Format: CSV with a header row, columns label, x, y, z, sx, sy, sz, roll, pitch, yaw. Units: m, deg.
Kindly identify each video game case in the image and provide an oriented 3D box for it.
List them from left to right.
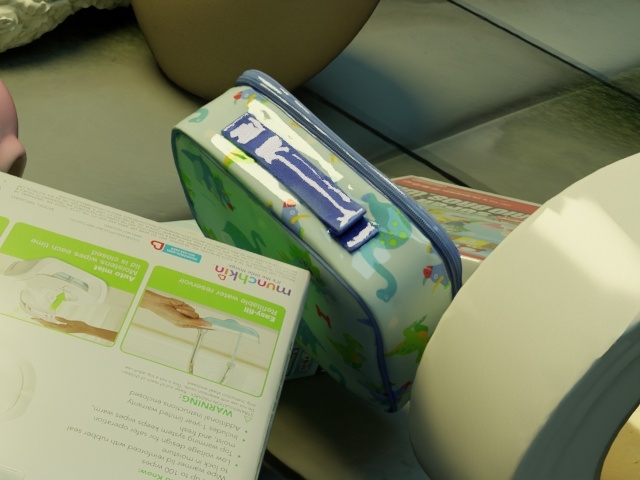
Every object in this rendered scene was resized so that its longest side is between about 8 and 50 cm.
label,x,y,z,sx,sy,sz,roll,pitch,yaw
video game case,0.100,-0.014,1.022,0.204,0.025,0.285,15,15,28

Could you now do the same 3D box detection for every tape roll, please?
label,x,y,z,sx,sy,sz,roll,pitch,yaw
tape roll,0.198,0.086,0.752,0.286,0.286,0.100,-4,36,-35

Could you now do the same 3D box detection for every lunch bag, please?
label,x,y,z,sx,sy,sz,roll,pitch,yaw
lunch bag,0.000,0.000,0.801,0.090,0.176,0.219,-39,60,-16

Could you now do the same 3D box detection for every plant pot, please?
label,x,y,z,sx,sy,sz,roll,pitch,yaw
plant pot,-0.081,-0.252,1.251,0.284,0.191,0.284,15,30,-9

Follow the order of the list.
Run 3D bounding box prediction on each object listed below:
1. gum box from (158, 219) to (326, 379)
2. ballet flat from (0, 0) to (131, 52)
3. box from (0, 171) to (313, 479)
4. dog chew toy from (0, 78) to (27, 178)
label,x,y,z,sx,sy,sz,roll,pitch,yaw
gum box,-0.092,0.046,0.893,0.184,0.041,0.157,-7,39,-37
ballet flat,-0.275,-0.299,1.244,0.147,0.147,0.409,26,29,12
box,-0.159,0.089,0.659,0.262,0.126,0.231,18,41,-3
dog chew toy,-0.363,-0.112,0.845,0.332,0.206,0.206,25,30,3
